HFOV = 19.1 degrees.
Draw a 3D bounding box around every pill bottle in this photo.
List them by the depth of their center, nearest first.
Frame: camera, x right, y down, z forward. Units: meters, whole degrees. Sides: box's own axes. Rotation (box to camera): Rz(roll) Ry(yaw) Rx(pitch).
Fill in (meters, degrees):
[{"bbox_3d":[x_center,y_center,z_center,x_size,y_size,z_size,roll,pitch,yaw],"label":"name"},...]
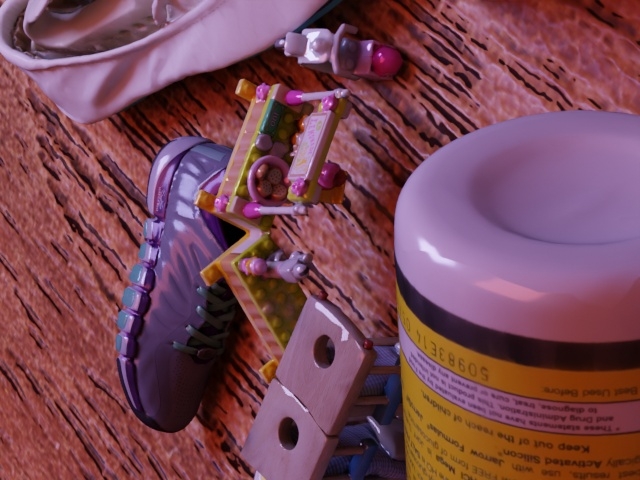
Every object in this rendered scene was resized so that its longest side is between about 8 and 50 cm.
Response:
[{"bbox_3d":[0.137,0.117,0.994,0.188,0.188,0.334,31,135,45],"label":"pill bottle"}]

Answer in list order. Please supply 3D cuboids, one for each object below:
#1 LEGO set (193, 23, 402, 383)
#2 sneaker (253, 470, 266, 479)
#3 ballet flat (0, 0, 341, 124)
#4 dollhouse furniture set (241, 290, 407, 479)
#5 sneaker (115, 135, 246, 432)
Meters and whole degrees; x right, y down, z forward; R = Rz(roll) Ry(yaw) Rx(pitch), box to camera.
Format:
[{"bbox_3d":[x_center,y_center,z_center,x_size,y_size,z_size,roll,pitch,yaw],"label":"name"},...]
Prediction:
[{"bbox_3d":[0.000,0.000,1.241,0.107,0.132,0.287,0,90,56],"label":"LEGO set"},{"bbox_3d":[0.034,0.210,1.257,0.208,0.081,0.094,56,130,18],"label":"sneaker"},{"bbox_3d":[-0.110,-0.185,1.358,0.400,0.139,0.139,-21,75,49],"label":"ballet flat"},{"bbox_3d":[0.069,0.132,1.168,0.184,0.129,0.129,45,123,40],"label":"dollhouse furniture set"},{"bbox_3d":[-0.088,0.038,1.393,0.098,0.083,0.224,12,99,44],"label":"sneaker"}]
